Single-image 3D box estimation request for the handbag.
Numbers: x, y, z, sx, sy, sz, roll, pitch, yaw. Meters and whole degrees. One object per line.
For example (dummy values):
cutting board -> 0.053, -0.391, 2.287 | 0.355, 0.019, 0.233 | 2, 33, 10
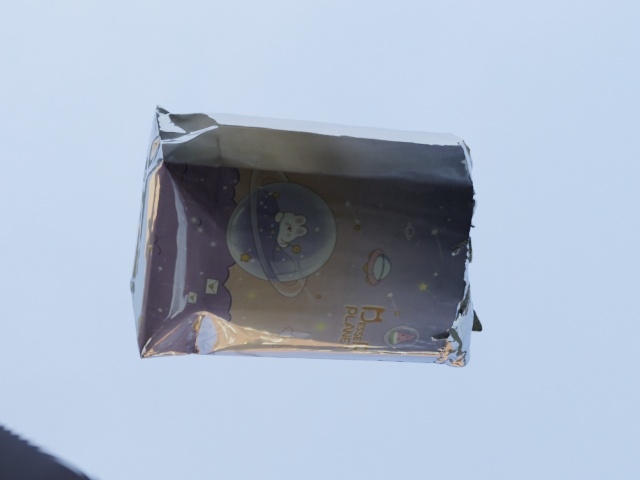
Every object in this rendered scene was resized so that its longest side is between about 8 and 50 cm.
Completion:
handbag -> 0.000, 0.000, 0.751 | 0.173, 0.117, 0.095 | 4, -146, -12
